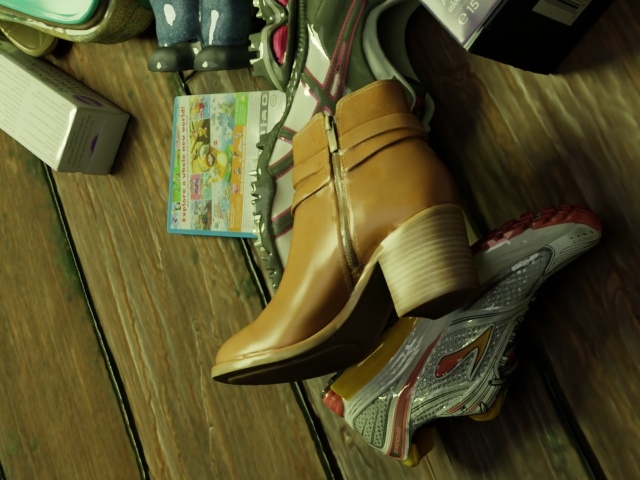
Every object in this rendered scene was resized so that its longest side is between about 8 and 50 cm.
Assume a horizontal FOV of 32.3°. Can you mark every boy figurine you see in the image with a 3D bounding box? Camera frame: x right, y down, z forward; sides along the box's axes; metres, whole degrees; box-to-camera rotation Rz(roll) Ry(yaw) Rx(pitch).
[{"bbox_3d":[-0.106,-0.274,0.856,0.177,0.092,0.285,5,106,41],"label":"boy figurine"}]

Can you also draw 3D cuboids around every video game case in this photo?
[{"bbox_3d":[-0.062,-0.062,0.903,0.166,0.015,0.119,3,90,40],"label":"video game case"}]

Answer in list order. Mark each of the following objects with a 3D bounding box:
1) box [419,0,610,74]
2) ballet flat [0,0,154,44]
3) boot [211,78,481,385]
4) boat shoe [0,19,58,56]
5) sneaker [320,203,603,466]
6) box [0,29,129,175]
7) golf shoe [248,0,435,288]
[{"bbox_3d":[0.107,-0.233,0.711,0.153,0.108,0.207,-53,58,25],"label":"box"},{"bbox_3d":[-0.296,-0.256,1.017,0.348,0.123,0.123,21,101,24],"label":"ballet flat"},{"bbox_3d":[0.000,0.000,0.707,0.197,0.073,0.152,-27,67,21],"label":"boot"},{"bbox_3d":[-0.300,-0.233,1.098,0.056,0.048,0.153,-43,65,-2],"label":"boat shoe"},{"bbox_3d":[0.104,0.062,0.726,0.093,0.088,0.225,47,118,9],"label":"sneaker"},{"bbox_3d":[-0.311,-0.159,1.085,0.324,0.063,0.067,33,109,36],"label":"box"},{"bbox_3d":[0.018,-0.065,0.779,0.120,0.105,0.273,-3,87,21],"label":"golf shoe"}]
